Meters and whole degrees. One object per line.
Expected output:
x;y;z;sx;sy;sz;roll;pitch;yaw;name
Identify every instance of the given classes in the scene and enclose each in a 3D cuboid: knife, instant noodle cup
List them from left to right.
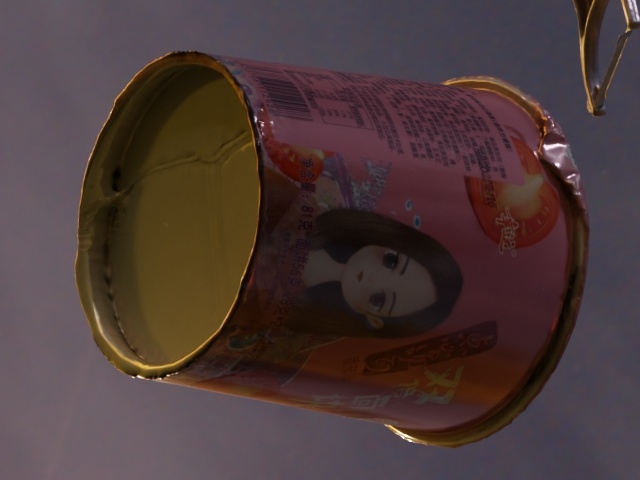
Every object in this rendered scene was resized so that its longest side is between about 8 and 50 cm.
0.000;0.000;1.100;0.243;0.231;0.243;-13;-107;50;instant noodle cup
0.186;-0.233;1.464;0.123;0.053;0.278;109;-36;-50;knife
